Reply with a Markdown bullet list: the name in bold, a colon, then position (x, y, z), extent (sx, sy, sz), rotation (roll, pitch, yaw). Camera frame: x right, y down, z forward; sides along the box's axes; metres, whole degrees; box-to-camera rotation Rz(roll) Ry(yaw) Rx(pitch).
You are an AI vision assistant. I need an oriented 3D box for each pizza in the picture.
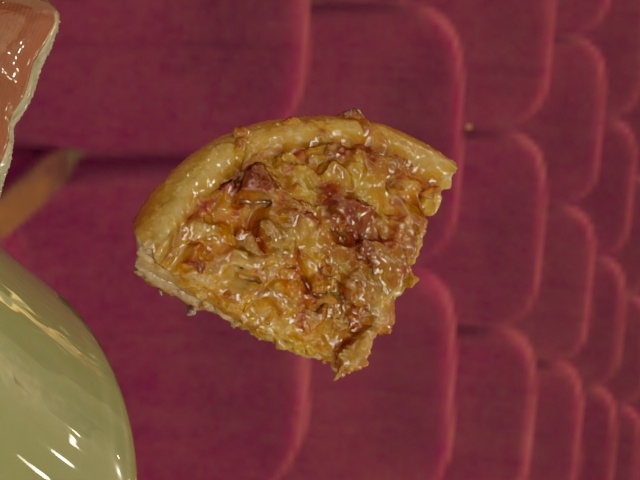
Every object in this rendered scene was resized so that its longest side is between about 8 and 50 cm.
- **pizza**: position (0.000, 0.000, 1.385), extent (0.336, 0.086, 0.226), rotation (-13, 72, -37)

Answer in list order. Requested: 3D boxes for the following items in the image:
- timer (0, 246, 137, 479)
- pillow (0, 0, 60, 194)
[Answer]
- **timer**: position (-0.243, 0.030, 0.422), extent (0.315, 0.291, 0.290), rotation (57, 38, -43)
- **pillow**: position (-0.268, -0.100, 1.049), extent (0.075, 0.179, 0.171), rotation (111, -6, -65)
